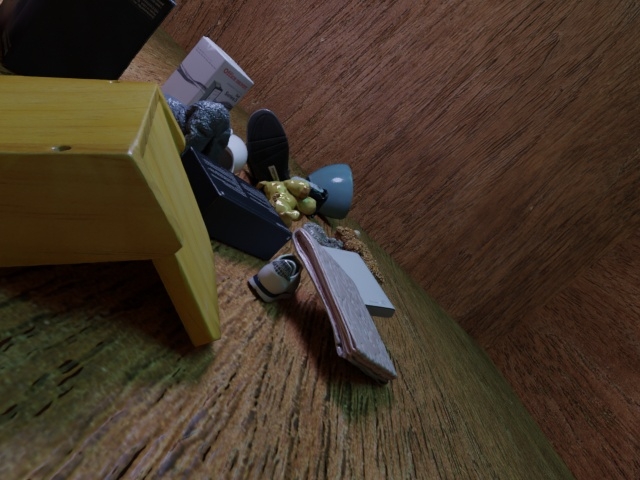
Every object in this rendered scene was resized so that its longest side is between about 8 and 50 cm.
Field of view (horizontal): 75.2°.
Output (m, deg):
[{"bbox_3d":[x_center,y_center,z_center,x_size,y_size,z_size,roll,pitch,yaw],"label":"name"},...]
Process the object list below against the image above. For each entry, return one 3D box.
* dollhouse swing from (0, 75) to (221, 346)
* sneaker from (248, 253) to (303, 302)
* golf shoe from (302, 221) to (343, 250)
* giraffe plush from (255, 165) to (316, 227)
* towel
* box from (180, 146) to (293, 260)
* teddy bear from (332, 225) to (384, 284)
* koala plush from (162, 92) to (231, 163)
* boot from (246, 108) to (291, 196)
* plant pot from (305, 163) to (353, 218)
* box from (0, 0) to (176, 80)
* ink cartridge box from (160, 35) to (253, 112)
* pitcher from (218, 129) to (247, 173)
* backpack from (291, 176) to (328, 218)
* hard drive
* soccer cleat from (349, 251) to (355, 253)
[{"bbox_3d":[-0.305,-0.031,0.562,0.315,0.305,0.347,-3,32,-16],"label":"dollhouse swing"},{"bbox_3d":[-0.075,0.074,0.941,0.090,0.095,0.235,45,9,3],"label":"sneaker"},{"bbox_3d":[0.000,0.000,1.617,0.176,0.069,0.086,37,-23,1],"label":"golf shoe"},{"bbox_3d":[-0.119,-0.105,1.309,0.210,0.181,0.170,51,28,-34],"label":"giraffe plush"},{"bbox_3d":[0.060,0.162,0.970,0.332,0.053,0.317,50,13,-54],"label":"towel"},{"bbox_3d":[-0.207,-0.076,0.974,0.184,0.103,0.261,50,11,35],"label":"box"},{"bbox_3d":[0.190,0.061,1.919,0.245,0.113,0.338,40,13,-39],"label":"teddy bear"},{"bbox_3d":[-0.354,-0.286,1.021,0.221,0.203,0.196,36,9,12],"label":"koala plush"},{"bbox_3d":[-0.195,-0.300,1.471,0.284,0.138,0.377,-125,-165,-53],"label":"boot"},{"bbox_3d":[0.023,-0.257,2.141,0.195,0.290,0.290,2,29,-18],"label":"plant pot"},{"bbox_3d":[-0.496,-0.482,0.860,0.183,0.294,0.296,27,21,-52],"label":"box"},{"bbox_3d":[-0.372,-0.467,1.318,0.115,0.273,0.198,48,11,10],"label":"ink cartridge box"},{"bbox_3d":[-0.281,-0.276,1.238,0.125,0.177,0.207,14,19,-8],"label":"pitcher"},{"bbox_3d":[-0.075,-0.203,1.860,0.182,0.152,0.115,26,13,-26],"label":"backpack"},{"bbox_3d":[0.086,0.121,1.317,0.203,0.040,0.307,12,26,-25],"label":"hard drive"},{"bbox_3d":[0.089,0.093,1.567,0.095,0.083,0.248,14,14,10],"label":"soccer cleat"}]
